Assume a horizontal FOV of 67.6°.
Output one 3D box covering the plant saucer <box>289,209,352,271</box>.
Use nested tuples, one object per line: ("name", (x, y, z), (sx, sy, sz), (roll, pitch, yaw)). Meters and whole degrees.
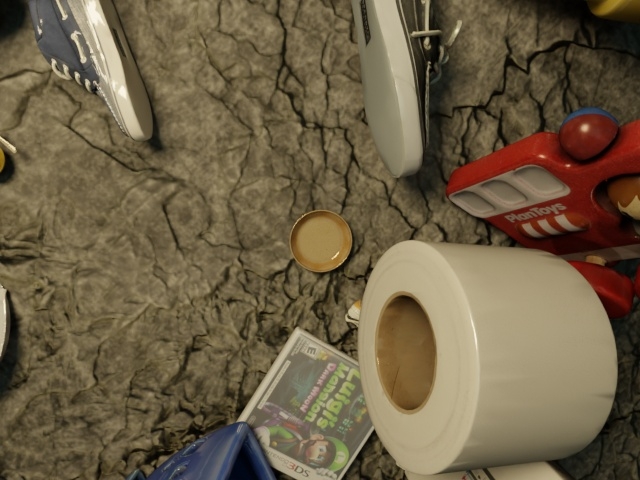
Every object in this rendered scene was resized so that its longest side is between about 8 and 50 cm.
("plant saucer", (0.000, 0.000, 0.639), (0.083, 0.015, 0.083), (-1, 99, -7))

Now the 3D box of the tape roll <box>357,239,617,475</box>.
("tape roll", (0.166, 0.124, 0.541), (0.169, 0.246, 0.246), (5, 98, -20))

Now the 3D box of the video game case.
("video game case", (-0.009, 0.242, 0.670), (0.173, 0.022, 0.190), (31, 93, -11))

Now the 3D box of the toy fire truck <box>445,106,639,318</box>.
("toy fire truck", (0.317, -0.038, 0.536), (0.254, 0.302, 0.169), (29, 73, -14))

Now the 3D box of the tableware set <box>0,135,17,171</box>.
("tableware set", (-0.443, -0.091, 0.570), (0.104, 0.024, 0.154), (44, 92, -8))

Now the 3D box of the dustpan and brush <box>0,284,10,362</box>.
("dustpan and brush", (-0.450, 0.172, 0.586), (0.147, 0.060, 0.211), (-9, 99, -6))

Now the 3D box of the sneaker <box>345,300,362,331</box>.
("sneaker", (0.070, 0.118, 0.661), (0.083, 0.032, 0.037), (40, 112, -11))

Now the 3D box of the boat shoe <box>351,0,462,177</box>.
("boat shoe", (0.104, -0.231, 0.572), (0.105, 0.113, 0.306), (-9, 84, -12))

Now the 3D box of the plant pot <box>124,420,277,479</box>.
("plant pot", (-0.163, 0.401, 0.568), (0.212, 0.236, 0.236), (-20, 101, 11))

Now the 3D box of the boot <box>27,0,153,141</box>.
("boot", (-0.265, -0.198, 0.558), (0.086, 0.069, 0.190), (-18, 92, 3))

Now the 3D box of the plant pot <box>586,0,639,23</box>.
("plant pot", (0.304, -0.383, 0.517), (0.239, 0.254, 0.254), (11, 97, 8))

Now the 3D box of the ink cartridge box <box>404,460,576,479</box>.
("ink cartridge box", (0.252, 0.352, 0.611), (0.171, 0.232, 0.168), (42, 92, -11))
